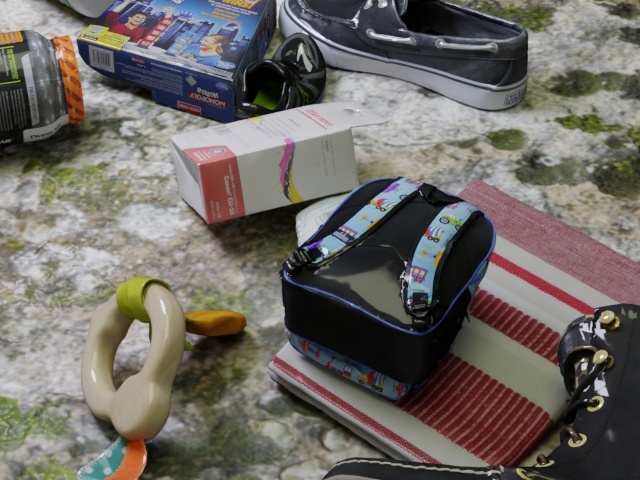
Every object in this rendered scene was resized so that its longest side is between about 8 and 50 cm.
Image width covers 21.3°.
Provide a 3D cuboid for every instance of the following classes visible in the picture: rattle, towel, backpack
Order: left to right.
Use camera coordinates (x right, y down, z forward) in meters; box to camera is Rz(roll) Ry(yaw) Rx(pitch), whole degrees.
[{"bbox_3d":[-0.134,0.141,1.478,0.130,0.143,0.200,-25,54,19],"label":"rattle"},{"bbox_3d":[0.066,0.031,1.486,0.158,0.117,0.173,22,48,21],"label":"backpack"},{"bbox_3d":[0.141,0.084,1.544,0.237,0.037,0.329,30,50,28],"label":"towel"}]

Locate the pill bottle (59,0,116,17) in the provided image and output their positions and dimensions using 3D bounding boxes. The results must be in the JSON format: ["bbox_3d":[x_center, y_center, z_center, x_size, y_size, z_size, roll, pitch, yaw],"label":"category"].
[{"bbox_3d":[-0.312,-0.350,1.987,0.208,0.118,0.117,31,49,31],"label":"pill bottle"}]

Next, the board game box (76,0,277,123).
[{"bbox_3d":[-0.136,-0.226,1.887,0.194,0.060,0.194,18,42,20],"label":"board game box"}]

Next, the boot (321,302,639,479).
[{"bbox_3d":[0.195,0.178,1.351,0.377,0.138,0.284,11,42,6],"label":"boot"}]

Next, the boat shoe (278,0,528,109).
[{"bbox_3d":[0.089,-0.237,1.867,0.301,0.102,0.108,23,45,24],"label":"boat shoe"}]

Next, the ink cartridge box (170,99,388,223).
[{"bbox_3d":[-0.037,-0.082,1.686,0.198,0.067,0.115,-14,21,-15],"label":"ink cartridge box"}]

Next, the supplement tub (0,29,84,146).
[{"bbox_3d":[-0.345,-0.152,1.755,0.190,0.117,0.117,-10,41,-12],"label":"supplement tub"}]

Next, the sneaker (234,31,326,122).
[{"bbox_3d":[-0.040,-0.166,1.802,0.067,0.078,0.188,13,41,15],"label":"sneaker"}]

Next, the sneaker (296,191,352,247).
[{"bbox_3d":[0.000,0.000,1.633,0.061,0.054,0.152,9,33,23],"label":"sneaker"}]
